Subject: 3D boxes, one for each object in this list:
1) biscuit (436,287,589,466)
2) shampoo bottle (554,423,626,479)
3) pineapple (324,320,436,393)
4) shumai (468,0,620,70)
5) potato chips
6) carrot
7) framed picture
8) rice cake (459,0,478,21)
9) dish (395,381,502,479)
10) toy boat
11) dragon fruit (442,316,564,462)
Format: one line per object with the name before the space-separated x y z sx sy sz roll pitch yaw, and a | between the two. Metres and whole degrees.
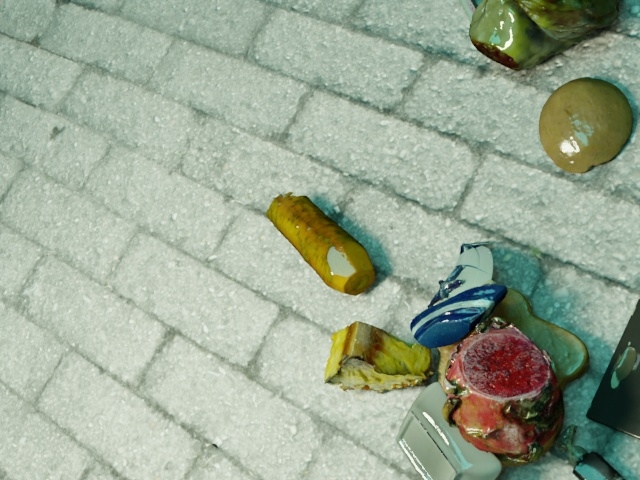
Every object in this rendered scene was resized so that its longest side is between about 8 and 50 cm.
biscuit | 0.355 0.241 1.815 0.287 0.057 0.344 -24 58 18
shampoo bottle | 0.483 0.405 1.669 0.063 0.057 0.208 -46 55 4
pineapple | 0.100 0.221 1.884 0.236 0.186 0.115 -7 63 33
shumai | 0.435 -0.494 2.034 0.309 0.304 0.263 43 134 5
potato chips | 0.518 -0.239 1.947 0.195 0.062 0.208 21 77 32
carrot | 0.000 0.000 2.092 0.114 0.114 0.302 -46 53 3
framed picture | 0.631 0.243 1.646 0.323 0.013 0.244 18 77 48
rice cake | 0.346 -0.501 2.178 0.033 0.033 0.208 -35 54 22
dish | 0.214 0.381 1.773 0.212 0.077 0.151 53 134 35
toy boat | 0.255 0.100 1.865 0.210 0.070 0.292 -36 19 16
dragon fruit | 0.302 0.244 1.691 0.210 0.147 0.282 -20 44 0
